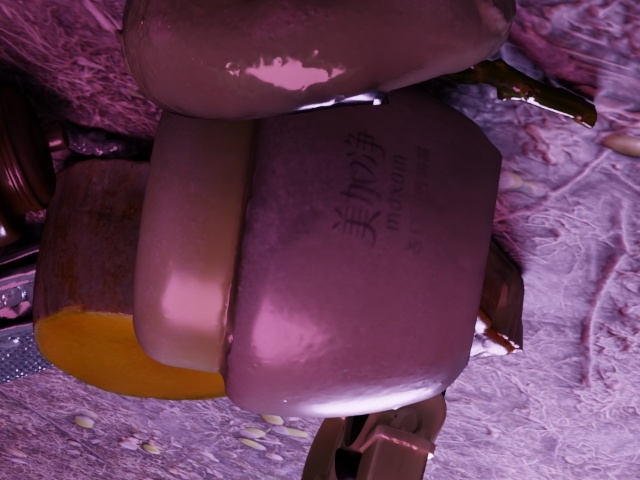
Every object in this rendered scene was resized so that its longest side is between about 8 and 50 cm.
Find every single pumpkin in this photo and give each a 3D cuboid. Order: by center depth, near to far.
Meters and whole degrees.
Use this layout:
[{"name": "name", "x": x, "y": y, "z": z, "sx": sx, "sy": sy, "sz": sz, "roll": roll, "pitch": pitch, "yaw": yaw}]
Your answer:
[{"name": "pumpkin", "x": -0.177, "y": 0.065, "z": 1.601, "sx": 0.332, "sy": 0.199, "sz": 0.332, "roll": 10, "pitch": 161, "yaw": 4}]

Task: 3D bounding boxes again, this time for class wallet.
[{"name": "wallet", "x": -0.410, "y": 0.112, "z": 1.842, "sx": 0.342, "sy": 0.075, "sz": 0.237, "roll": -18, "pitch": 144, "yaw": 12}]

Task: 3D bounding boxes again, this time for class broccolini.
[{"name": "broccolini", "x": 0.147, "y": -0.139, "z": 1.204, "sx": 0.216, "sy": 0.067, "sz": 0.058, "roll": 21, "pitch": 180, "yaw": -13}]

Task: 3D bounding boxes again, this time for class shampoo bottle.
[{"name": "shampoo bottle", "x": 0.000, "y": 0.000, "z": 1.260, "sx": 0.317, "sy": 0.322, "sz": 0.322, "roll": 10, "pitch": 154, "yaw": -5}]

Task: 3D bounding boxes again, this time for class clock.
[{"name": "clock", "x": 0.058, "y": 0.273, "z": 1.813, "sx": 0.120, "sy": 0.276, "sz": 0.379, "roll": 20, "pitch": 149, "yaw": -5}]

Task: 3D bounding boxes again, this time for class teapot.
[{"name": "teapot", "x": -0.349, "y": -0.085, "z": 1.477, "sx": 0.175, "sy": 0.185, "sz": 0.267, "roll": -16, "pitch": -177, "yaw": 0}]

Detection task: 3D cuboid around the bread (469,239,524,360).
[{"name": "bread", "x": 0.109, "y": 0.055, "z": 1.538, "sx": 0.192, "sy": 0.110, "sz": 0.210, "roll": -5, "pitch": 147, "yaw": 33}]

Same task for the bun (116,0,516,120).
[{"name": "bun", "x": -0.007, "y": -0.202, "z": 1.014, "sx": 0.293, "sy": 0.293, "sz": 0.187, "roll": 1, "pitch": 111, "yaw": 28}]

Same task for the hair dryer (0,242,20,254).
[{"name": "hair dryer", "x": -0.489, "y": 0.023, "z": 1.869, "sx": 0.220, "sy": 0.053, "sz": 0.195, "roll": -4, "pitch": 148, "yaw": 35}]

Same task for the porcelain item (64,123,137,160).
[{"name": "porcelain item", "x": -0.239, "y": -0.103, "z": 1.520, "sx": 0.083, "sy": 0.028, "sz": 0.036, "roll": 15, "pitch": 170, "yaw": -2}]
